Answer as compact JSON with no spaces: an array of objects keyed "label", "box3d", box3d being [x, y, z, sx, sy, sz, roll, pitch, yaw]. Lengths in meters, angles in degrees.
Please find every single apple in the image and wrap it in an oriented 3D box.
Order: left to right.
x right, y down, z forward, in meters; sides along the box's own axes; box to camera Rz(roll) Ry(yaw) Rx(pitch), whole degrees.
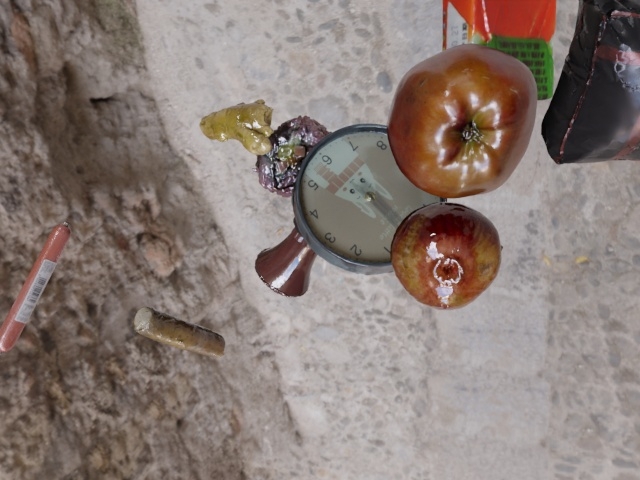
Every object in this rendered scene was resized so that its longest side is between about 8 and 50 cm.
[{"label":"apple","box3d":[0.202,-0.168,0.793,0.233,0.234,0.234,9,119,16]}]

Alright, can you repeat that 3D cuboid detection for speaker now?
[{"label":"speaker","box3d":[-0.005,0.021,1.656,0.259,0.198,0.329,29,125,-24]}]

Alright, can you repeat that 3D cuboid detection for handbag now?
[{"label":"handbag","box3d":[0.353,-0.168,0.557,0.215,0.155,0.170,1,125,6]}]

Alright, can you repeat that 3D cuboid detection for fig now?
[{"label":"fig","box3d":[0.223,0.021,0.969,0.205,0.205,0.205,9,119,16]}]

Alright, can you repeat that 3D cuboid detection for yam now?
[{"label":"yam","box3d":[-0.239,0.166,0.965,0.056,0.057,0.241,-3,157,22]}]

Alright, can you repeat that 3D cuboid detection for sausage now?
[{"label":"sausage","box3d":[-0.437,0.071,0.832,0.029,0.029,0.223,21,77,5]}]

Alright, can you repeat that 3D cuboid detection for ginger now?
[{"label":"ginger","box3d":[-0.178,-0.261,1.199,0.205,0.081,0.115,20,106,26]}]

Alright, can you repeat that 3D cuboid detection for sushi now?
[{"label":"sushi","box3d":[-0.075,-0.266,1.746,0.270,0.171,0.237,-35,82,23]}]

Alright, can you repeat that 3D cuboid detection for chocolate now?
[{"label":"chocolate","box3d":[0.522,-0.578,1.603,0.161,0.360,0.342,17,113,56]}]

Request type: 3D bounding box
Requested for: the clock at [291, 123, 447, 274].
[{"label":"clock","box3d":[0.122,-0.108,1.342,0.386,0.386,0.076,28,165,5]}]
